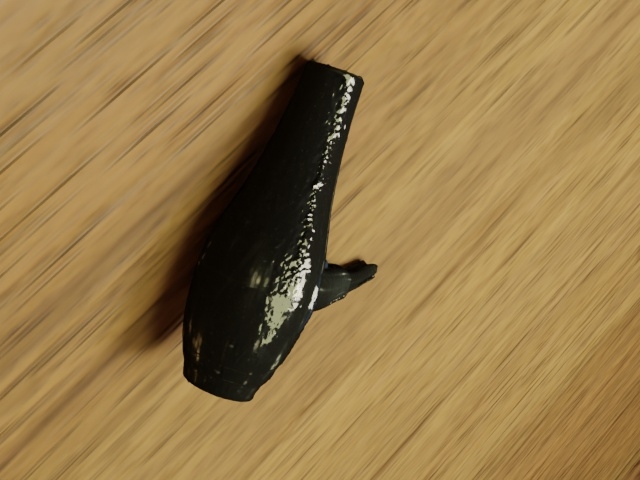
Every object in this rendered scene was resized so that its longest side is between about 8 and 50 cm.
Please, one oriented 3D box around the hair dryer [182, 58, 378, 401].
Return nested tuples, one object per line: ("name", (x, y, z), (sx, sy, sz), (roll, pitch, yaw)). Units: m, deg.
("hair dryer", (0.000, 0.000, 0.724), (0.195, 0.075, 0.219), (-68, 161, 4))
